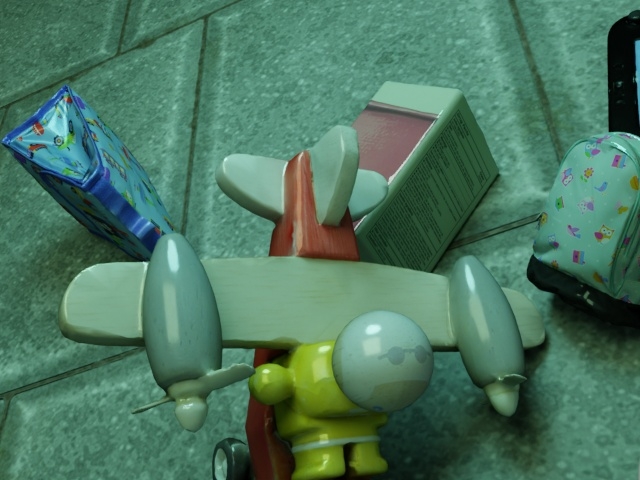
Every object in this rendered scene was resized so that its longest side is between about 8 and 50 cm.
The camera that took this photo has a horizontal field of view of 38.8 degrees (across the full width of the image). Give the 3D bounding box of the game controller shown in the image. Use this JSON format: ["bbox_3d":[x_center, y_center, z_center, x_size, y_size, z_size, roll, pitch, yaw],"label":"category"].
[{"bbox_3d":[0.420,-0.183,1.051,0.166,0.067,0.319,-15,39,29],"label":"game controller"}]

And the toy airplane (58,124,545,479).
[{"bbox_3d":[0.016,0.079,0.852,0.386,0.384,0.272,-43,17,-21],"label":"toy airplane"}]

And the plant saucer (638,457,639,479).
[{"bbox_3d":[0.415,0.206,0.681,0.332,0.084,0.332,-13,46,13],"label":"plant saucer"}]

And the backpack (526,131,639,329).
[{"bbox_3d":[0.295,-0.017,0.922,0.152,0.115,0.182,30,107,42],"label":"backpack"}]

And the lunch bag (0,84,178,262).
[{"bbox_3d":[-0.304,-0.069,1.329,0.138,0.221,0.293,-44,42,-9],"label":"lunch bag"}]

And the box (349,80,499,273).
[{"bbox_3d":[0.091,-0.060,1.115,0.127,0.148,0.232,17,62,43],"label":"box"}]
